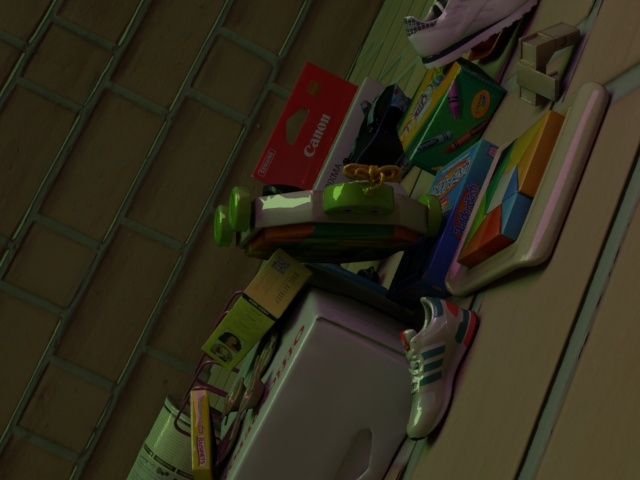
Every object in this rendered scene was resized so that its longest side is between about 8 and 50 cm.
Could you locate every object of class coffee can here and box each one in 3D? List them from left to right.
[{"bbox_3d":[-0.328,0.524,2.234,0.275,0.201,0.201,-63,8,2],"label":"coffee can"}]

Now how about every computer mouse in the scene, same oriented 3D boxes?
[{"bbox_3d":[0.000,0.000,1.706,0.060,0.262,0.184,-45,-5,-22],"label":"computer mouse"}]

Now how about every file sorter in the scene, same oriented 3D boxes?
[{"bbox_3d":[-0.172,0.282,2.069,0.202,0.182,0.291,-57,10,44],"label":"file sorter"}]

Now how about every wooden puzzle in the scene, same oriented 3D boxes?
[{"bbox_3d":[0.220,-0.054,1.095,0.221,0.044,0.238,-65,8,-15],"label":"wooden puzzle"}]

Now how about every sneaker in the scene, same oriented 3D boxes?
[{"bbox_3d":[0.112,0.137,1.063,0.161,0.075,0.057,-66,8,-18],"label":"sneaker"},{"bbox_3d":[0.241,-0.362,1.503,0.235,0.095,0.090,-35,14,-12],"label":"sneaker"}]

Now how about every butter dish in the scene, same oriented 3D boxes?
[{"bbox_3d":[0.267,-0.398,1.640,0.160,0.118,0.160,-63,7,4],"label":"butter dish"}]

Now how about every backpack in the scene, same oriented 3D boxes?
[{"bbox_3d":[0.136,-0.213,1.900,0.158,0.116,0.173,-54,13,52],"label":"backpack"}]

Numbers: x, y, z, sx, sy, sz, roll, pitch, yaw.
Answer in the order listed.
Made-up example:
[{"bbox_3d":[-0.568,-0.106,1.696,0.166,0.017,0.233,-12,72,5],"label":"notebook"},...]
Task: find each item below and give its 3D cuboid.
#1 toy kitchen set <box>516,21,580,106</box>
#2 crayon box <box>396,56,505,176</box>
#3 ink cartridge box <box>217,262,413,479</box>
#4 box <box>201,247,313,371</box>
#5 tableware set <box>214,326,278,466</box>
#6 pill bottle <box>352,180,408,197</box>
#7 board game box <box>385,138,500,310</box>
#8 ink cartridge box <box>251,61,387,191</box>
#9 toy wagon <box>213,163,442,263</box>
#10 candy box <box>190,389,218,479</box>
[{"bbox_3d":[0.296,-0.214,1.206,0.068,0.075,0.083,40,146,46],"label":"toy kitchen set"},{"bbox_3d":[0.204,-0.211,1.572,0.165,0.081,0.278,-61,8,15],"label":"crayon box"},{"bbox_3d":[-0.009,0.203,1.309,0.286,0.166,0.395,-64,9,7],"label":"ink cartridge box"},{"bbox_3d":[-0.090,0.097,1.295,0.087,0.058,0.232,-53,1,-30],"label":"box"},{"bbox_3d":[-0.097,0.196,1.223,0.169,0.020,0.141,-60,10,26],"label":"tableware set"},{"bbox_3d":[0.077,-0.045,1.728,0.121,0.121,0.216,-65,8,-9],"label":"pill bottle"},{"bbox_3d":[0.169,-0.018,1.302,0.210,0.047,0.160,-65,8,-18],"label":"board game box"},{"bbox_3d":[0.037,-0.204,1.994,0.296,0.261,0.066,-66,7,-17],"label":"ink cartridge box"},{"bbox_3d":[0.015,-0.026,1.219,0.344,0.267,0.068,149,122,-73],"label":"toy wagon"},{"bbox_3d":[-0.151,0.284,1.268,0.206,0.027,0.105,93,174,-59],"label":"candy box"}]
